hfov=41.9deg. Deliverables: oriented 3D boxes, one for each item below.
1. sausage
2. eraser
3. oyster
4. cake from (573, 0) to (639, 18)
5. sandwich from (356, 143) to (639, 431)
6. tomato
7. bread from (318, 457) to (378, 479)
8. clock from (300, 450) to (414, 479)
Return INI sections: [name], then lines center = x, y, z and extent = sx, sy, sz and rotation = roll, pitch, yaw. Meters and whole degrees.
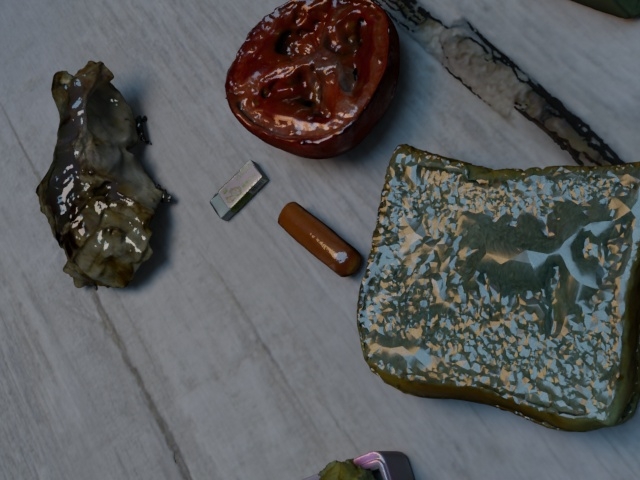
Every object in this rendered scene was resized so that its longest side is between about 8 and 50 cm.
[sausage]
center = 0.000, 0.000, 1.022
extent = 0.131, 0.041, 0.039
rotation = 41, 93, 34
[eraser]
center = -0.110, -0.067, 1.124
extent = 0.083, 0.019, 0.038
rotation = -44, 59, 14
[oyster]
center = -0.314, -0.097, 1.197
extent = 0.198, 0.133, 0.336
rotation = -8, 76, 22
[cake]
center = 0.286, -0.344, 0.817
extent = 0.172, 0.284, 0.158
rotation = 36, 96, 18
[sandwich]
center = 0.187, 0.042, 0.859
extent = 0.301, 0.099, 0.271
rotation = 7, 80, 32
[tomato]
center = 0.004, -0.197, 1.048
extent = 0.228, 0.101, 0.227
rotation = -9, 66, 22
[bread]
center = 0.018, 0.286, 0.809
extent = 0.156, 0.110, 0.103
rotation = 38, 102, 34
[clock]
center = 0.044, 0.338, 0.880
extent = 0.150, 0.063, 0.197
rotation = -28, 63, 22
